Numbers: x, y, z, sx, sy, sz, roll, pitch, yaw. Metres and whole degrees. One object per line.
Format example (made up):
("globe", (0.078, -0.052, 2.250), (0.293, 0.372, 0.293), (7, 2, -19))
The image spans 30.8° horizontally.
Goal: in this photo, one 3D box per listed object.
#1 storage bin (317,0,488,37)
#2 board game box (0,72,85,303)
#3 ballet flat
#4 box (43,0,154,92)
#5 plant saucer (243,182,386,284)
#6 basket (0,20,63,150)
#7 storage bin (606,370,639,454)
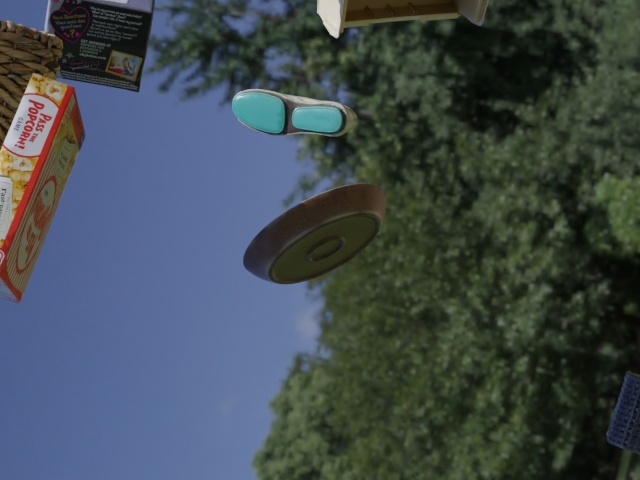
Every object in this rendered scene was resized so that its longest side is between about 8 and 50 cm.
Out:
("storage bin", (0.140, -0.455, 1.848), (0.123, 0.262, 0.260), (-119, 29, -42))
("board game box", (-0.288, -0.046, 1.134), (0.147, 0.045, 0.193), (117, 172, -76))
("ballet flat", (-0.032, -0.159, 1.488), (0.052, 0.168, 0.057), (-18, -61, -64))
("box", (-0.354, -0.359, 1.876), (0.247, 0.163, 0.142), (-100, 22, -62))
("plant saucer", (0.000, 0.000, 1.228), (0.029, 0.168, 0.168), (62, -179, 20))
("basket", (-0.479, -0.174, 1.522), (0.299, 0.214, 0.223), (-171, 94, -68))
("storage bin", (0.429, 0.218, 1.337), (0.122, 0.180, 0.084), (16, -89, -76))
